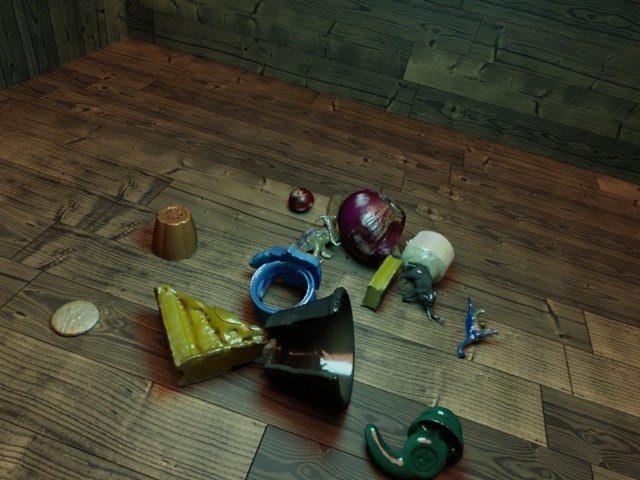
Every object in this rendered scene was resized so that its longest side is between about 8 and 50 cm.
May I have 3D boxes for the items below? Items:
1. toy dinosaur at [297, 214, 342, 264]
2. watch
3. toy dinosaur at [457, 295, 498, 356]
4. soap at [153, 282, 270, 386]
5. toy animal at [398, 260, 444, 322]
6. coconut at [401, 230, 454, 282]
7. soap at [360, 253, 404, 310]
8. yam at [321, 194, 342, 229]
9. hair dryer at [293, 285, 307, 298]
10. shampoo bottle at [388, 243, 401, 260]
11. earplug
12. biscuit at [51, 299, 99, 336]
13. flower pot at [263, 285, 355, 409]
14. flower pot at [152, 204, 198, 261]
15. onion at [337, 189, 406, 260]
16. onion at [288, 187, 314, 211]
[{"bbox_3d":[0.000,0.003,1.978,0.162,0.077,0.294,35,52,14],"label":"toy dinosaur"},{"bbox_3d":[-0.160,0.167,1.666,0.305,0.241,0.274,13,56,16],"label":"watch"},{"bbox_3d":[0.580,0.337,1.782,0.188,0.075,0.247,-7,50,-12],"label":"toy dinosaur"},{"bbox_3d":[-0.371,0.273,1.517,0.305,0.169,0.338,-11,47,-26],"label":"soap"},{"bbox_3d":[0.404,0.212,1.828,0.082,0.137,0.269,-16,88,-46],"label":"toy animal"},{"bbox_3d":[0.467,0.067,1.952,0.224,0.224,0.234,22,47,10],"label":"coconut"},{"bbox_3d":[0.254,0.170,1.829,0.076,0.135,0.233,28,41,17],"label":"soap"},{"bbox_3d":[0.055,-0.119,2.163,0.066,0.066,0.299,14,40,1],"label":"yam"},{"bbox_3d":[-0.079,0.194,1.796,0.083,0.026,0.047,29,42,23],"label":"hair dryer"},{"bbox_3d":[0.330,0.019,2.084,0.056,0.056,0.195,5,42,-9],"label":"shampoo bottle"},{"bbox_3d":[0.302,0.602,1.364,0.258,0.163,0.280,-4,12,39],"label":"earplug"},{"bbox_3d":[-0.826,0.260,1.520,0.152,0.020,0.152,8,40,-7],"label":"biscuit"},{"bbox_3d":[-0.031,0.343,1.452,0.251,0.379,0.379,-5,39,13],"label":"flower pot"},{"bbox_3d":[-0.589,-0.039,1.815,0.191,0.173,0.190,6,42,-6],"label":"flower pot"},{"bbox_3d":[0.205,-0.087,1.957,0.260,0.282,0.336,37,37,-18],"label":"onion"},{"bbox_3d":[-0.092,-0.192,2.169,0.131,0.131,0.131,8,41,-7],"label":"onion"}]
